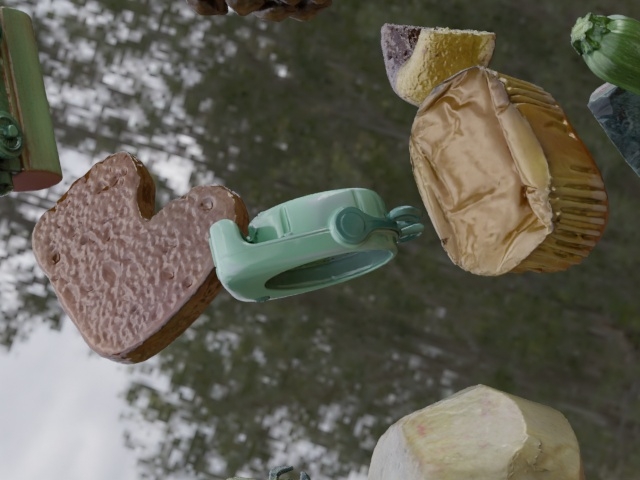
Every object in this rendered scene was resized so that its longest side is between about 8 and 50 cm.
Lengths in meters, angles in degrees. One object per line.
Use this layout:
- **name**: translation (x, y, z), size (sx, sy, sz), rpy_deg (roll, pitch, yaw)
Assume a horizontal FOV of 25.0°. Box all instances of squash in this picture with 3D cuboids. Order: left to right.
- **squash**: translation (0.362, -0.180, 1.507), size (0.077, 0.219, 0.068), rpy_deg (126, 161, -55)

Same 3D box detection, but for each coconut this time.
- **coconut**: translation (0.191, 0.288, 1.645), size (0.259, 0.259, 0.259), rpy_deg (17, -90, -82)

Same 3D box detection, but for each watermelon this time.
- **watermelon**: translation (0.455, -0.155, 2.003), size (0.290, 0.214, 0.319), rpy_deg (0, -81, -35)

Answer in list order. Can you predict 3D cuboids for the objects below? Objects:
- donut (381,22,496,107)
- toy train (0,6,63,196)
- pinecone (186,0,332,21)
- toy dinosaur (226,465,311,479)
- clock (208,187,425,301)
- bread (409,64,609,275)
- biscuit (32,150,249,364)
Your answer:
- **donut**: translation (0.170, -0.284, 2.372), size (0.295, 0.112, 0.151), rpy_deg (-148, 70, -71)
- **toy train**: translation (-0.423, -0.191, 1.908), size (0.177, 0.116, 0.285), rpy_deg (9, -117, -57)
- **pinecone**: translation (-0.094, -0.498, 1.939), size (0.384, 0.385, 0.384), rpy_deg (17, -90, -82)
- **toy dinosaur**: translation (-0.126, 0.338, 1.692), size (0.153, 0.259, 0.094), rpy_deg (-91, -2, -45)
- **clock**: translation (0.000, 0.001, 1.287), size (0.148, 0.189, 0.060), rpy_deg (74, -178, -76)
- **bread**: translation (0.251, -0.082, 1.906), size (0.156, 0.288, 0.204), rpy_deg (10, -46, -48)
- **biscuit**: translation (-0.216, 0.000, 1.747), size (0.262, 0.277, 0.052), rpy_deg (-49, -36, 12)
